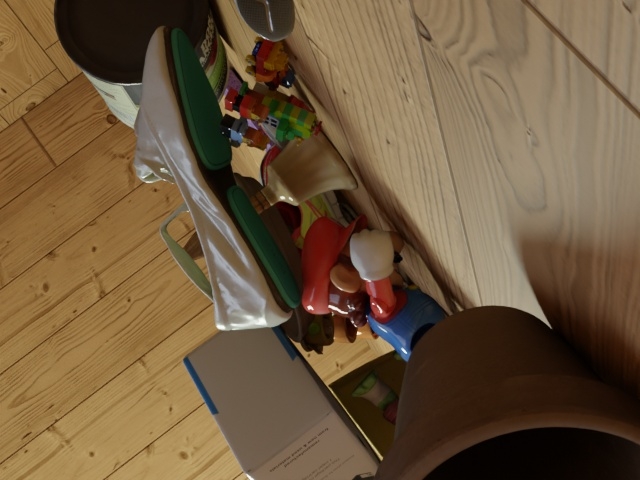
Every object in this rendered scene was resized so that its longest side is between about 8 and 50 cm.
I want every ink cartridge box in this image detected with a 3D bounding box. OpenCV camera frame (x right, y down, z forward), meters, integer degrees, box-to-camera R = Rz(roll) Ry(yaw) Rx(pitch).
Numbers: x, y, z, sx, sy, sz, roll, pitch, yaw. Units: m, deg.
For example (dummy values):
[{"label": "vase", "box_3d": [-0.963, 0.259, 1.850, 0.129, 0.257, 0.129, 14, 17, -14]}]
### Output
[{"label": "ink cartridge box", "box_3d": [-0.075, -0.179, 1.964, 0.115, 0.029, 0.063, 49, 175, 38]}, {"label": "ink cartridge box", "box_3d": [-0.020, 0.334, 2.056, 0.285, 0.166, 0.395, 52, 177, 47]}]

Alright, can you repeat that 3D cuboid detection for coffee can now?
[{"label": "coffee can", "box_3d": [-0.242, -0.278, 1.793, 0.201, 0.201, 0.275, 52, 176, 9]}]

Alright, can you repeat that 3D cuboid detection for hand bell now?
[{"label": "hand bell", "box_3d": [-0.084, -0.047, 1.688, 0.126, 0.242, 0.126, 52, 175, 6]}]

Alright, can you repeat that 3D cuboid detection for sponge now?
[{"label": "sponge", "box_3d": [-0.103, -0.194, 2.131, 0.210, 0.031, 0.117, 54, 176, -12]}]

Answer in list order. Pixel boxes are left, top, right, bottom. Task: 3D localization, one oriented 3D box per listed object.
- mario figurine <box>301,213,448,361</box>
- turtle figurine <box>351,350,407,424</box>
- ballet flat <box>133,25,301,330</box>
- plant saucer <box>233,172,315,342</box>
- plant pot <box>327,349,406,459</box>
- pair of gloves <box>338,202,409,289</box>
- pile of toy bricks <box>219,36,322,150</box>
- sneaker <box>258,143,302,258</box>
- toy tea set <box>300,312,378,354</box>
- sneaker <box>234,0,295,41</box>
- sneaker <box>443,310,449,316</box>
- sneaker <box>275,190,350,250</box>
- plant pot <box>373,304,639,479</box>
[{"label": "mario figurine", "box_3d": [0.116, 0.071, 1.612, 0.320, 0.170, 0.198, 41, 136, 15]}, {"label": "turtle figurine", "box_3d": [0.175, 0.290, 1.908, 0.266, 0.274, 0.198, 47, 138, 3]}, {"label": "ballet flat", "box_3d": [-0.159, -0.066, 1.601, 0.139, 0.139, 0.400, -175, 61, -84]}, {"label": "plant saucer", "box_3d": [-0.075, 0.021, 1.920, 0.278, 0.041, 0.278, 61, 166, 26]}, {"label": "plant pot", "box_3d": [0.151, 0.280, 2.196, 0.212, 0.187, 0.212, 53, 176, 4]}, {"label": "pair of gloves", "box_3d": [0.102, 0.065, 1.959, 0.240, 0.042, 0.204, 51, 175, 16]}, {"label": "pile of toy bricks", "box_3d": [-0.046, -0.150, 1.508, 0.105, 0.118, 0.212, 23, 165, 4]}, {"label": "sneaker", "box_3d": [-0.025, -0.022, 1.997, 0.279, 0.107, 0.118, 66, 166, 5]}, {"label": "toy tea set", "box_3d": [0.060, 0.091, 2.211, 0.336, 0.124, 0.200, 8, -103, -71]}, {"label": "sneaker", "box_3d": [-0.070, -0.256, 1.188, 0.152, 0.053, 0.061, 57, -170, -15]}, {"label": "sneaker", "box_3d": [0.165, 0.182, 1.748, 0.103, 0.111, 0.252, 56, 175, -39]}, {"label": "sneaker", "box_3d": [0.000, 0.000, 1.880, 0.209, 0.094, 0.081, 58, 152, 12]}, {"label": "plant pot", "box_3d": [0.159, 0.179, 1.097, 0.263, 0.263, 0.229, 55, -168, -30]}]
